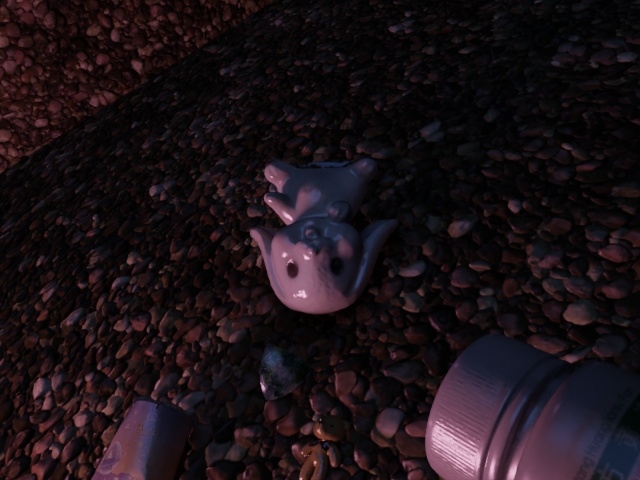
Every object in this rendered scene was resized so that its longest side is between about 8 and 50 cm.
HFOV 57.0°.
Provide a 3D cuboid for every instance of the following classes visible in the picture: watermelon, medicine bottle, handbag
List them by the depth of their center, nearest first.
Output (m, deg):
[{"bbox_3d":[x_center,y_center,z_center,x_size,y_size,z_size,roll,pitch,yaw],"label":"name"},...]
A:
[{"bbox_3d":[0.288,0.233,0.572,0.339,0.208,0.208,22,60,42],"label":"medicine bottle"},{"bbox_3d":[-0.265,0.312,0.882,0.117,0.095,0.173,0,50,23],"label":"handbag"},{"bbox_3d":[-0.065,0.209,0.926,0.085,0.085,0.061,-30,0,-4],"label":"watermelon"}]

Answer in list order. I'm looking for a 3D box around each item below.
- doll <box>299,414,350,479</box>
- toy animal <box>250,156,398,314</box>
[{"bbox_3d":[0.006,0.288,0.811,0.061,0.051,0.093,7,80,33],"label":"doll"},{"bbox_3d":[-0.011,-0.010,1.028,0.249,0.174,0.289,15,53,24],"label":"toy animal"}]
